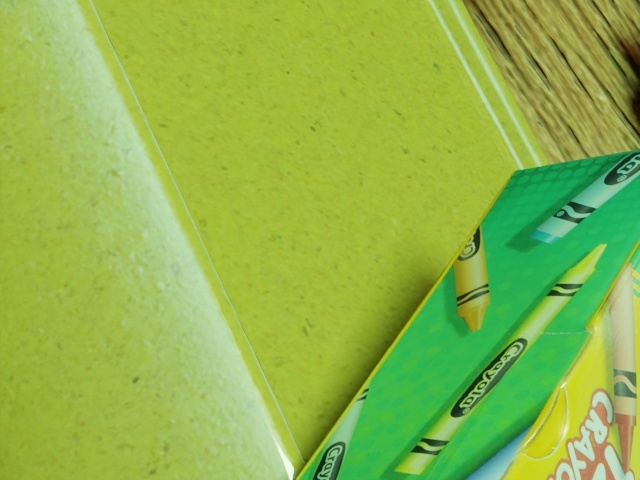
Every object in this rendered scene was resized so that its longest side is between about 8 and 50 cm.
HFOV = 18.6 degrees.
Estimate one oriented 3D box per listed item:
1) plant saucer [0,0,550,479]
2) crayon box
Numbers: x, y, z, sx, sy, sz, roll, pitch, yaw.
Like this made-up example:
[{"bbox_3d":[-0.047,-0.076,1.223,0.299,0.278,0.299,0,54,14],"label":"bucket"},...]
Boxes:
[{"bbox_3d":[0.000,0.000,0.731,0.333,0.081,0.333,-2,60,-50],"label":"plant saucer"},{"bbox_3d":[0.068,0.117,0.597,0.278,0.081,0.165,-52,122,-40],"label":"crayon box"}]
